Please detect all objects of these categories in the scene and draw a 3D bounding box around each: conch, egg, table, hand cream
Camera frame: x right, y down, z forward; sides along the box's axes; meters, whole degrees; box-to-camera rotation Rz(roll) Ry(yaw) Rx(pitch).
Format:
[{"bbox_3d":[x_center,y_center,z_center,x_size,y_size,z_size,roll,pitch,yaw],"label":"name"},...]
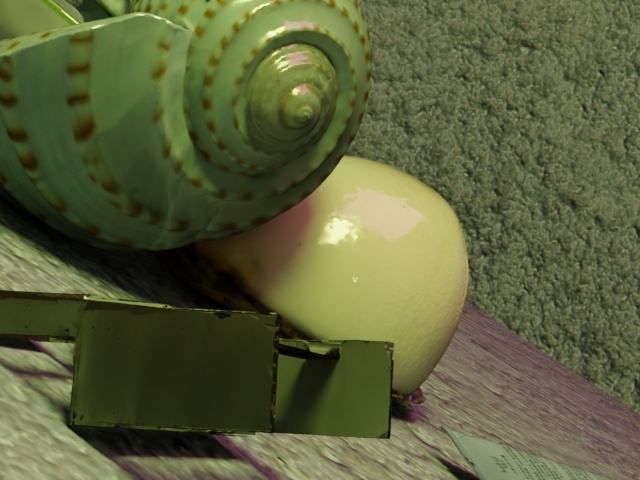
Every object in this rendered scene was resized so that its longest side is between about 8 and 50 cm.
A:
[{"bbox_3d":[-0.123,-0.097,1.009,0.319,0.303,0.215,-7,-76,60],"label":"conch"},{"bbox_3d":[0.002,0.001,1.173,0.286,0.174,0.264,31,1,16],"label":"egg"},{"bbox_3d":[-0.070,0.065,0.685,0.175,0.062,0.146,0,-9,24],"label":"table"},{"bbox_3d":[0.206,0.212,1.117,0.271,0.058,0.091,24,21,-38],"label":"hand cream"}]

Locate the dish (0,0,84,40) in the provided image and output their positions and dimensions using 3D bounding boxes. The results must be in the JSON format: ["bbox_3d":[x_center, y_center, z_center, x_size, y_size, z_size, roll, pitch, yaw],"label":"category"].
[{"bbox_3d":[-0.282,-0.182,1.475,0.324,0.124,0.324,40,3,-2],"label":"dish"}]
